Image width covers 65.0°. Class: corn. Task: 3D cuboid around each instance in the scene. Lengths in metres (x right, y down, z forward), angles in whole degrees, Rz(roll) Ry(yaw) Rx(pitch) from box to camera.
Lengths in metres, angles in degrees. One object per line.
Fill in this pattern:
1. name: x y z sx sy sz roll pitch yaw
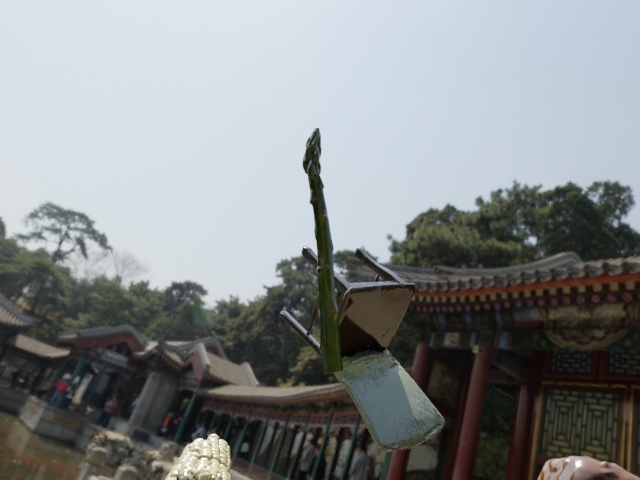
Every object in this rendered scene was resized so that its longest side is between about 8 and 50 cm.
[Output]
1. corn: -0.156 0.303 0.643 0.086 0.087 0.211 22 -7 -8

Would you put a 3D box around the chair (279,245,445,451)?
1. chair: 0.081 0.157 0.833 0.160 0.186 0.319 3 27 -39

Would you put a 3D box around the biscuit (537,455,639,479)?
1. biscuit: 0.378 0.487 0.576 0.342 0.395 0.166 33 -39 13

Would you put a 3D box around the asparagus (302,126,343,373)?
1. asparagus: 0.000 0.000 0.317 0.016 0.163 0.016 -7 -17 2
